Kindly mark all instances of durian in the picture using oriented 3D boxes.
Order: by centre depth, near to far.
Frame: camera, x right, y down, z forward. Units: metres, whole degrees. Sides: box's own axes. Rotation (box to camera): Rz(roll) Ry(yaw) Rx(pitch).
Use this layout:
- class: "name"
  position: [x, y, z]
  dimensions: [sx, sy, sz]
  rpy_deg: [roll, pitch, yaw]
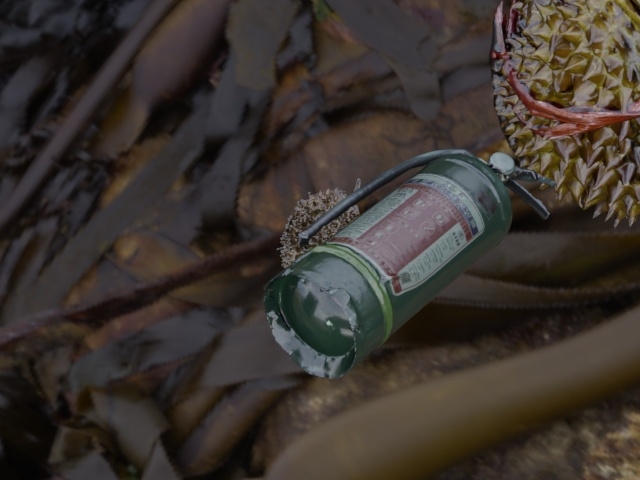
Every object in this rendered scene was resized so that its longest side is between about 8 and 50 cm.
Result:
- class: "durian"
  position: [0.000, 0.001, 1.192]
  dimensions: [0.110, 0.071, 0.140]
  rpy_deg: [43, 124, 47]
- class: "durian"
  position: [0.356, -0.211, 1.412]
  dimensions: [0.348, 0.384, 0.347]
  rpy_deg: [-2, 60, 4]

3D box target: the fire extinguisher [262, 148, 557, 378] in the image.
- class: "fire extinguisher"
  position: [0.083, -0.006, 0.991]
  dimensions: [0.118, 0.093, 0.294]
  rpy_deg: [40, 50, 17]
